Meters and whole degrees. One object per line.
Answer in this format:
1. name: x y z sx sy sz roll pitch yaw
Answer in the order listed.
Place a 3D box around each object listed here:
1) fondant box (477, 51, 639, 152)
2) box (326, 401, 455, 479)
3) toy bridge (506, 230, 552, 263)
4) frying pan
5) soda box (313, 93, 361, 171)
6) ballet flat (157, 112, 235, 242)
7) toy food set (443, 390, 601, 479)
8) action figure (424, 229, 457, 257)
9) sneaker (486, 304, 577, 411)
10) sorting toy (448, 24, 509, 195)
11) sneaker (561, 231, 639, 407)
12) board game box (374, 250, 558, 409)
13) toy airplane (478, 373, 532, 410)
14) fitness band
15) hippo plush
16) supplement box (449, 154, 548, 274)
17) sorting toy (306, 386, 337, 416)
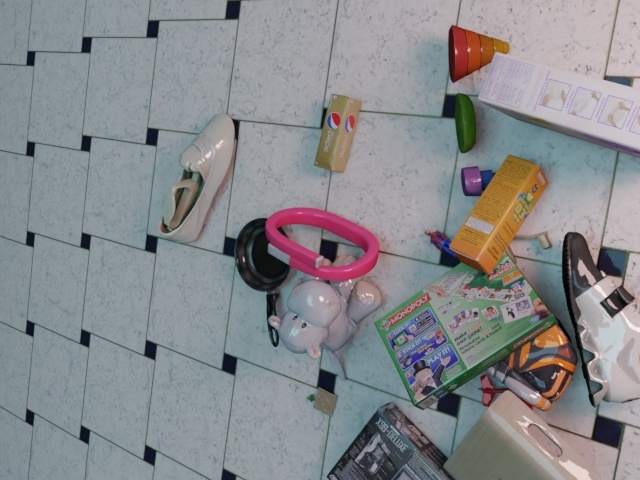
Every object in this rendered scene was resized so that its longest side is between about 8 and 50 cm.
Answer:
1. fondant box: 0.484 -0.233 1.166 0.330 0.238 0.096 26 105 32
2. box: 0.189 0.569 1.479 0.307 0.076 0.242 42 113 26
3. toy bridge: 0.394 0.022 1.361 0.188 0.026 0.063 -31 73 31
4. frying pan: -0.118 0.092 1.700 0.197 0.053 0.326 -38 72 29
5. soda box: 0.042 -0.262 1.578 0.058 0.061 0.181 20 102 32
6. ballet flat: -0.355 -0.170 1.813 0.139 0.139 0.400 33 108 30
7. toy food set: 0.388 0.459 1.285 0.220 0.092 0.306 44 142 25
8. action figure: 0.279 0.009 1.440 0.115 0.030 0.038 36 115 31
9. sneaker: 0.385 0.191 1.328 0.321 0.124 0.180 35 91 40
10. sorting toy: 0.349 -0.278 1.363 0.126 0.127 0.365 -6 90 5
11. sneaker: 0.547 0.136 1.217 0.146 0.122 0.330 -13 82 16
12. board game box: 0.282 0.167 1.303 0.317 0.046 0.213 -37 46 14
13. toy airplane: 0.399 0.315 1.360 0.151 0.028 0.151 -1 88 35
14. fitness band: 0.000 0.000 1.523 0.291 0.209 0.054 28 128 32
15. hippo plush: -0.026 0.169 1.524 0.234 0.236 0.294 35 110 29
16. supplement box: 0.360 -0.053 1.296 0.080 0.078 0.233 26 81 44
17. sorting toy: 0.002 0.405 1.645 0.083 0.012 0.062 21 107 29
